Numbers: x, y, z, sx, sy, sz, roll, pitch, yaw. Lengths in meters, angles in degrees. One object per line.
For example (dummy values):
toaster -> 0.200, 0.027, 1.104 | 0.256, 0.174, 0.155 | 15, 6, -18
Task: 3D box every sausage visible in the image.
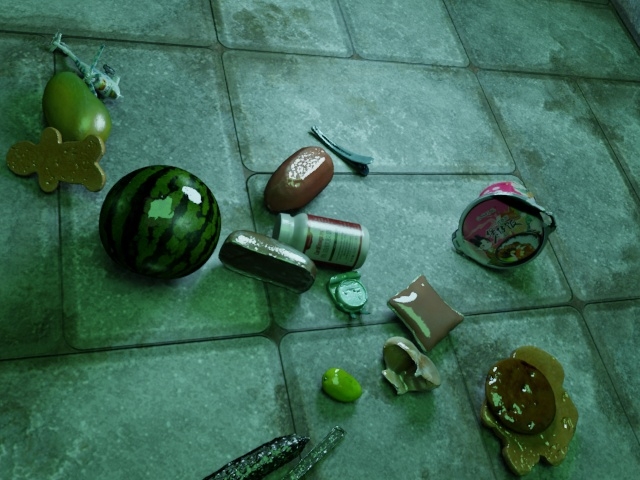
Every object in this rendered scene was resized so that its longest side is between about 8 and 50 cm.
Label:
sausage -> -0.054, -0.179, 1.789 | 0.148, 0.148, 0.254 | 38, 52, 5

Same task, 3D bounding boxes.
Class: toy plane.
toy plane -> -0.672, -0.480, 1.788 | 0.273, 0.107, 0.182 | 23, 94, 25

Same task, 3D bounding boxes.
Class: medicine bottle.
medicine bottle -> 0.000, 0.000, 1.698 | 0.250, 0.131, 0.131 | 11, 57, -15

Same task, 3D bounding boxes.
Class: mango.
mango -> 0.053, 0.360, 1.542 | 0.108, 0.056, 0.073 | 24, 60, -9
mango -> -0.659, -0.345, 1.664 | 0.156, 0.114, 0.251 | -31, 80, -8

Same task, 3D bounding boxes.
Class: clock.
clock -> 0.084, 0.152, 1.691 | 0.101, 0.041, 0.135 | -13, 65, -27

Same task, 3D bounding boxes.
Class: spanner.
spanner -> -0.053, 0.532, 1.415 | 0.325, 0.026, 0.093 | -34, 77, -34

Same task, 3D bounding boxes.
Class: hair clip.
hair clip -> 0.061, -0.286, 1.952 | 0.229, 0.070, 0.039 | 33, 57, 10

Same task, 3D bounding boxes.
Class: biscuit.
biscuit -> 0.563, 0.455, 1.678 | 0.269, 0.051, 0.376 | 29, 54, 0
biscuit -> 0.531, 0.409, 1.643 | 0.212, 0.036, 0.212 | 10, 57, -16
biscuit -> -0.670, -0.204, 1.588 | 0.250, 0.036, 0.165 | 2, 92, 0

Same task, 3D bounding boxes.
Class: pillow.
pillow -> 0.284, 0.199, 1.717 | 0.171, 0.075, 0.179 | -33, 76, -33

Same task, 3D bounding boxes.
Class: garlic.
garlic -> 0.233, 0.322, 1.613 | 0.124, 0.099, 0.174 | -23, 69, -46

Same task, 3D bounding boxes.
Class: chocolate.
chocolate -> -0.129, 0.042, 1.604 | 0.254, 0.157, 0.080 | 21, 59, -8

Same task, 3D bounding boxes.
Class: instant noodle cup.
instant noodle cup -> 0.559, -0.067, 1.897 | 0.302, 0.258, 0.181 | -5, 29, 24

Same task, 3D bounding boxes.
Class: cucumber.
cucumber -> -0.152, 0.503, 1.370 | 0.300, 0.072, 0.072 | -23, 70, -30

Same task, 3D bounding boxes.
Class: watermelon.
watermelon -> -0.382, -0.041, 1.493 | 0.285, 0.285, 0.285 | 10, 57, -15
